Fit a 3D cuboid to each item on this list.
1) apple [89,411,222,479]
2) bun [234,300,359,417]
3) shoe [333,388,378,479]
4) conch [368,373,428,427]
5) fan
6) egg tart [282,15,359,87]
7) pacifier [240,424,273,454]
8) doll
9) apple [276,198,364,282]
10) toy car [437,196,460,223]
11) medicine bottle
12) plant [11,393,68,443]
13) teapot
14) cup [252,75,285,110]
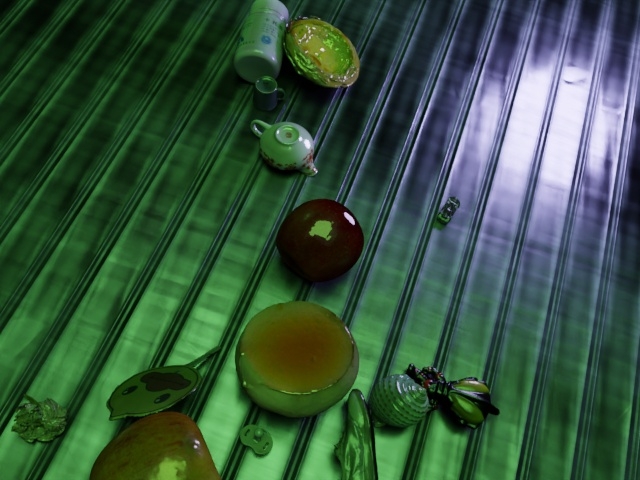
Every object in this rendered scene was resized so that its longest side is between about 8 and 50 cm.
[{"bbox_3d":[-0.340,0.515,1.327,0.275,0.299,0.299,-19,66,-13],"label":"apple"},{"bbox_3d":[-0.061,0.299,1.558,0.298,0.165,0.299,2,45,-2],"label":"bun"},{"bbox_3d":[0.081,0.487,1.517,0.098,0.103,0.275,-5,60,5],"label":"shoe"},{"bbox_3d":[0.183,0.385,1.558,0.153,0.102,0.135,-22,59,8],"label":"conch"},{"bbox_3d":[-0.357,0.326,1.512,0.229,0.011,0.335,1,20,39],"label":"fan"},{"bbox_3d":[-0.004,-0.587,2.053,0.278,0.095,0.279,15,57,-24],"label":"egg tart"},{"bbox_3d":[-0.145,0.458,1.518,0.083,0.064,0.068,33,45,10],"label":"pacifier"},{"bbox_3d":[0.326,0.388,1.609,0.248,0.088,0.127,21,90,11],"label":"doll"},{"bbox_3d":[0.000,0.000,1.696,0.218,0.218,0.201,42,73,14],"label":"apple"},{"bbox_3d":[0.379,-0.091,1.907,0.041,0.025,0.093,34,66,8],"label":"toy car"},{"bbox_3d":[-0.182,-0.634,2.044,0.151,0.152,0.255,10,63,-3],"label":"medicine bottle"},{"bbox_3d":[-0.647,0.400,1.484,0.116,0.105,0.122,20,17,-37],"label":"plant"},{"bbox_3d":[-0.110,-0.287,1.907,0.245,0.116,0.159,40,75,20],"label":"teapot"},{"bbox_3d":[-0.157,-0.456,1.996,0.100,0.077,0.078,-6,63,-12],"label":"cup"}]
